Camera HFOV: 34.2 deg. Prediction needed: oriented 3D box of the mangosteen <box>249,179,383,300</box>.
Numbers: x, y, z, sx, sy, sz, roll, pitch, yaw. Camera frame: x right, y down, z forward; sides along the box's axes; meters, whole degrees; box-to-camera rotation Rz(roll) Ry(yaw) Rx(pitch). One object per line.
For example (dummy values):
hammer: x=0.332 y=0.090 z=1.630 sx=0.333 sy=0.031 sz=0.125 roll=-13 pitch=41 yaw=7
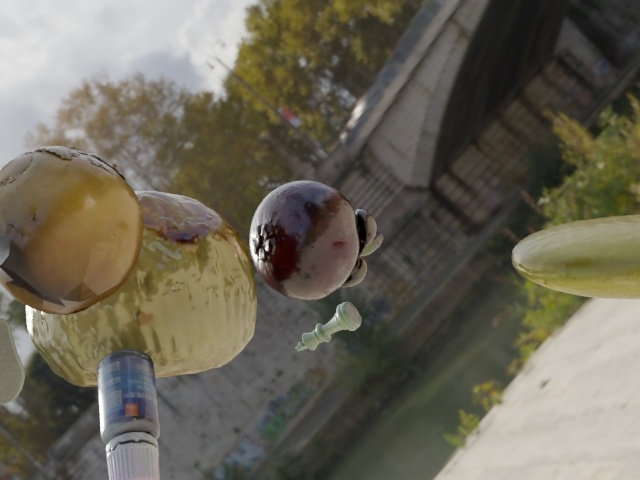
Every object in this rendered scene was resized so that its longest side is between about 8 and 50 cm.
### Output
mangosteen: x=0.000 y=0.000 z=1.862 sx=0.257 sy=0.215 sz=0.215 roll=1 pitch=-39 yaw=-38

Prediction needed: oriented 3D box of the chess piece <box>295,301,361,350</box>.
chess piece: x=0.009 y=0.181 z=2.074 sx=0.149 sy=0.059 sz=0.059 roll=-34 pitch=1 yaw=25

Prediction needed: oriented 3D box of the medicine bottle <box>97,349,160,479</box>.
medicine bottle: x=-0.266 y=0.256 z=1.451 sx=0.083 sy=0.203 sz=0.083 roll=-8 pitch=-36 yaw=-6

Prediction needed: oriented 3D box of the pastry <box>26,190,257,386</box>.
pastry: x=-0.289 y=0.073 z=1.704 sx=0.389 sy=0.312 sz=0.388 roll=-9 pitch=-2 yaw=0

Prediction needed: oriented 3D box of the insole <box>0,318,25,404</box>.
insole: x=-0.527 y=0.201 z=1.703 sx=0.080 sy=0.003 sz=0.232 roll=-5 pitch=-43 yaw=-15

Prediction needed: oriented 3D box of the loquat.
loquat: x=-0.354 y=-0.017 z=1.420 sx=0.235 sy=0.235 sz=0.235 roll=-47 pitch=-5 yaw=-5

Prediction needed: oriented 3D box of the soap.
soap: x=0.506 y=0.022 z=1.575 sx=0.306 sy=0.427 sz=0.115 roll=-52 pitch=-42 yaw=-70
